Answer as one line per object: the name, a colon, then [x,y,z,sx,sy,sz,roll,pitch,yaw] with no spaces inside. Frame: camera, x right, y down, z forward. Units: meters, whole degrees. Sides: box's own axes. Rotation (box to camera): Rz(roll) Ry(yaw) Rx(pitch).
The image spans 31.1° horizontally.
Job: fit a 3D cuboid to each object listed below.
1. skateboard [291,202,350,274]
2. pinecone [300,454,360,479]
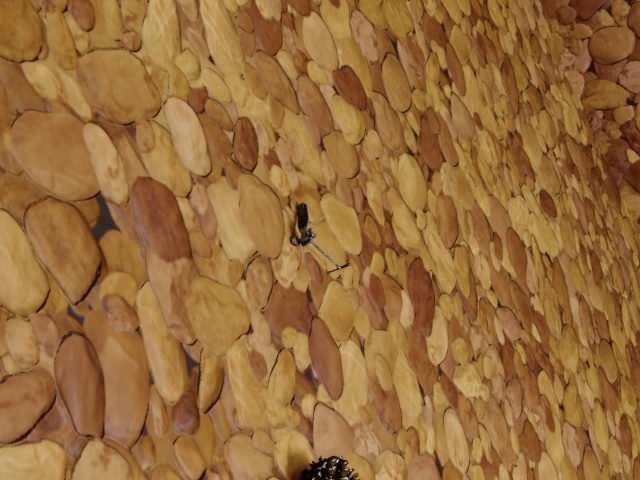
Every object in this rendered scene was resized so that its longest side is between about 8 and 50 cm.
skateboard: [0.000,0.000,1.359,0.083,0.032,0.064,46,28,-36]
pinecone: [0.014,0.264,1.194,0.077,0.077,0.083,37,35,-48]
